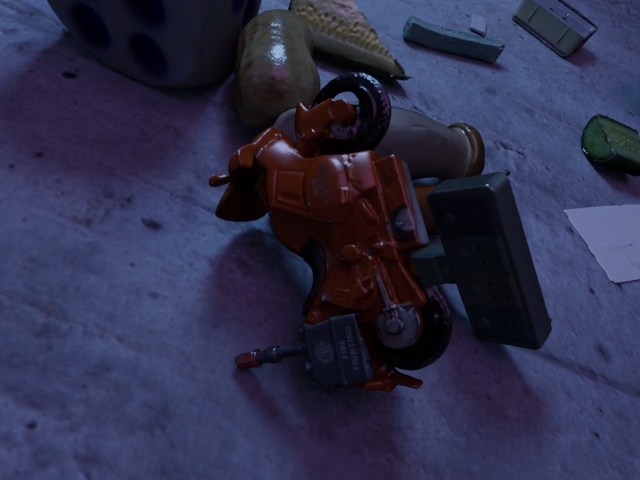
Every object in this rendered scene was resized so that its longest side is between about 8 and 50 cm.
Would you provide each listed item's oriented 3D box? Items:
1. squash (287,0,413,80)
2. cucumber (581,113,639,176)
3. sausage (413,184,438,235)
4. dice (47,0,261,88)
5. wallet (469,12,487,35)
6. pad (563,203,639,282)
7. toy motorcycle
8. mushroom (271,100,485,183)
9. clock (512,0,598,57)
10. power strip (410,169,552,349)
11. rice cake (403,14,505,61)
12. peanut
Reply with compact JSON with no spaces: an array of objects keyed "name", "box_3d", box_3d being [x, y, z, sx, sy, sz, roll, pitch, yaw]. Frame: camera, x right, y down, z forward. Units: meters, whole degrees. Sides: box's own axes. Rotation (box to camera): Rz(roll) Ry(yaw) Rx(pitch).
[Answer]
[{"name":"squash","box_3d":[0.065,-0.408,0.813,0.253,0.093,0.169,15,98,-11]},{"name":"cucumber","box_3d":[0.609,-0.188,0.908,0.116,0.062,0.116,15,60,-9]},{"name":"sausage","box_3d":[0.103,-0.037,0.594,0.198,0.076,0.076,-4,59,-25]},{"name":"dice","box_3d":[-0.217,-0.391,0.598,0.243,0.259,0.251,22,53,-4]},{"name":"wallet","box_3d":[0.398,-0.543,1.100,0.044,0.011,0.083,25,52,-3]},{"name":"pad","box_3d":[0.559,-0.002,0.795,0.232,0.004,0.156,-4,59,-24]},{"name":"toy motorcycle","box_3d":[0.000,0.000,0.463,0.148,0.222,0.325,6,68,-62]},{"name":"mushroom","box_3d":[0.091,-0.130,0.626,0.351,0.128,0.128,0,57,-26]},{"name":"clock","box_3d":[0.639,-0.596,1.194,0.192,0.071,0.147,45,53,12]},{"name":"power strip","box_3d":[0.185,0.026,0.539,0.061,0.145,0.215,-36,112,-36]},{"name":"rice cake","box_3d":[0.297,-0.442,0.969,0.246,0.045,0.042,4,53,-19]},{"name":"peanut","box_3d":[-0.064,-0.257,0.654,0.137,0.122,0.252,43,34,-47]}]
